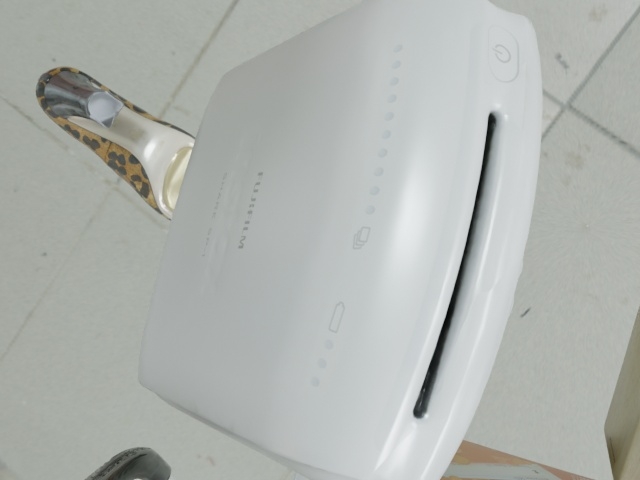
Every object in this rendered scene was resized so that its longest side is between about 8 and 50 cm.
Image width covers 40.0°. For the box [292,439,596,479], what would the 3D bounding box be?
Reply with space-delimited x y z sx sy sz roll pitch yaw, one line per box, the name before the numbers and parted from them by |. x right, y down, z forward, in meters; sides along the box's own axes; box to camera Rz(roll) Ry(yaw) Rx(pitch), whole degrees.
box | 0.143 0.339 1.027 0.345 0.215 0.168 15 97 10

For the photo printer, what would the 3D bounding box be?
photo printer | 0.000 0.000 0.515 0.107 0.307 0.256 18 82 -25

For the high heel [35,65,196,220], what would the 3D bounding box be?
high heel | -0.225 -0.111 1.067 0.093 0.261 0.186 -52 40 -11

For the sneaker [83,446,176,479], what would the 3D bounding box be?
sneaker | -0.205 0.413 0.729 0.257 0.169 0.447 38 73 -8

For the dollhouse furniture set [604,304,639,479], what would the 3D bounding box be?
dollhouse furniture set | 0.237 0.138 0.479 0.123 0.151 0.144 2 130 4
